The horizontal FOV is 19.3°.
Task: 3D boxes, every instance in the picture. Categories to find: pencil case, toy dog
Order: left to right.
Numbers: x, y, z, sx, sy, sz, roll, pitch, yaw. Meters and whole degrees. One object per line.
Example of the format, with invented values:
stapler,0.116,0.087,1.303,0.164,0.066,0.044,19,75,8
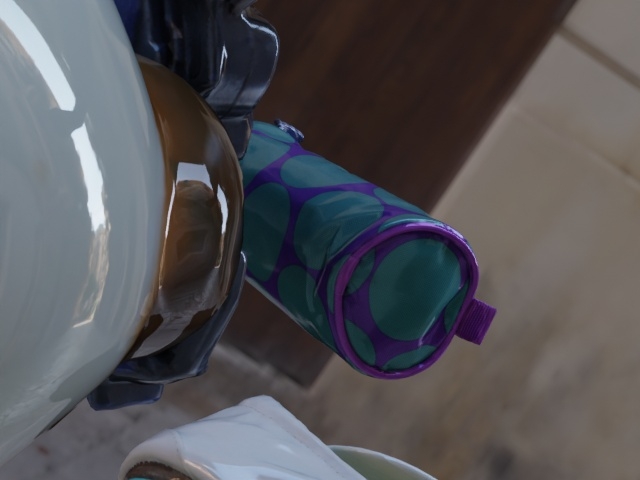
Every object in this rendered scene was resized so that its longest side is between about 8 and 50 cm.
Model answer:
toy dog,-0.173,-0.120,0.452,0.284,0.395,0.408,-8,76,-65
pencil case,0.000,0.000,0.730,0.070,0.064,0.152,26,5,-33

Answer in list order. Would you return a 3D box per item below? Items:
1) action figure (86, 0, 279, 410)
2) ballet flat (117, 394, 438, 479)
action figure,0.023,-0.119,0.558,0.330,0.341,0.178,7,6,30
ballet flat,0.078,0.193,0.936,0.400,0.139,0.139,31,5,23
